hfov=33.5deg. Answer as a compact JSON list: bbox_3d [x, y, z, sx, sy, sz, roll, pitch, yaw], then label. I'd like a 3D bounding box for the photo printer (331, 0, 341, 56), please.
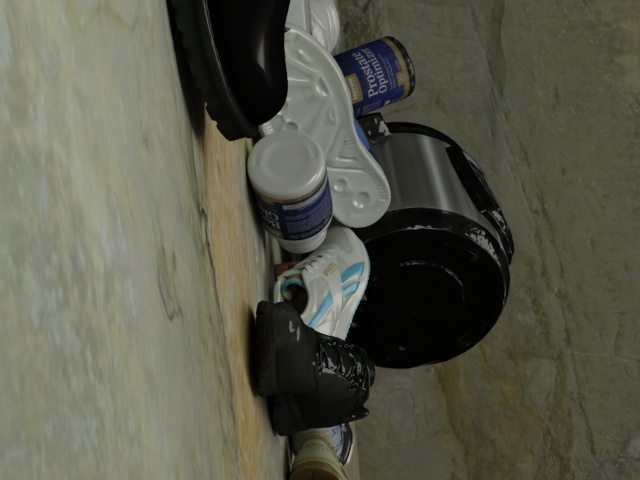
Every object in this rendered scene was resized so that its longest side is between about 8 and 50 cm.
[{"bbox_3d":[-0.027,-0.506,2.022,0.256,0.107,0.307,-91,173,-57],"label":"photo printer"}]

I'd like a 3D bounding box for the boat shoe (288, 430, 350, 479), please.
[{"bbox_3d":[0.020,0.390,1.433,0.089,0.104,0.285,-84,167,-61],"label":"boat shoe"}]

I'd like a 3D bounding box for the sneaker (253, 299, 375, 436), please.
[{"bbox_3d":[-0.005,0.141,1.208,0.286,0.130,0.109,74,13,-65],"label":"sneaker"}]

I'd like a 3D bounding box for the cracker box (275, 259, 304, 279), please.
[{"bbox_3d":[-0.016,0.118,1.563,0.232,0.067,0.156,67,17,-81],"label":"cracker box"}]

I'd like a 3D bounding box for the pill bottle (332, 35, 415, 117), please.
[{"bbox_3d":[0.054,-0.287,1.961,0.123,0.219,0.123,52,-23,34],"label":"pill bottle"}]

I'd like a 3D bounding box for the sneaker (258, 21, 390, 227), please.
[{"bbox_3d":[-0.024,-0.181,1.452,0.323,0.130,0.236,57,2,-32],"label":"sneaker"}]

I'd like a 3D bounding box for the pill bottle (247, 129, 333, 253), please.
[{"bbox_3d":[-0.033,-0.053,1.316,0.169,0.094,0.094,78,7,-60],"label":"pill bottle"}]

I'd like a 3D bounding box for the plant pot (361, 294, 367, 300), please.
[{"bbox_3d":[0.000,0.000,1.669,0.236,0.032,0.236,59,-1,2],"label":"plant pot"}]

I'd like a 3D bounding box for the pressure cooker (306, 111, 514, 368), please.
[{"bbox_3d":[0.145,-0.020,2.007,0.420,0.375,0.370,-97,-151,-53],"label":"pressure cooker"}]

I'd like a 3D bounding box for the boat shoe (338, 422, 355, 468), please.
[{"bbox_3d":[0.022,0.358,2.071,0.065,0.075,0.206,31,42,-28],"label":"boat shoe"}]

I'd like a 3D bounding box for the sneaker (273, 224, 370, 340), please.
[{"bbox_3d":[-0.002,0.056,1.372,0.092,0.087,0.229,47,39,-29],"label":"sneaker"}]

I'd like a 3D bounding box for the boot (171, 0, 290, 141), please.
[{"bbox_3d":[0.005,-0.255,0.873,0.131,0.260,0.348,-89,173,-61],"label":"boot"}]

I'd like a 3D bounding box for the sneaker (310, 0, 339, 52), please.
[{"bbox_3d":[-0.034,-0.259,1.795,0.152,0.114,0.305,-39,128,-60],"label":"sneaker"}]

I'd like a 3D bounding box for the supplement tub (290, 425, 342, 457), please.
[{"bbox_3d":[-0.010,0.245,1.447,0.071,0.071,0.107,-89,173,-62],"label":"supplement tub"}]

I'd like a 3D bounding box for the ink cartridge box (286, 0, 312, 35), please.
[{"bbox_3d":[-0.056,-0.315,1.475,0.191,0.082,0.140,64,21,-85],"label":"ink cartridge box"}]
